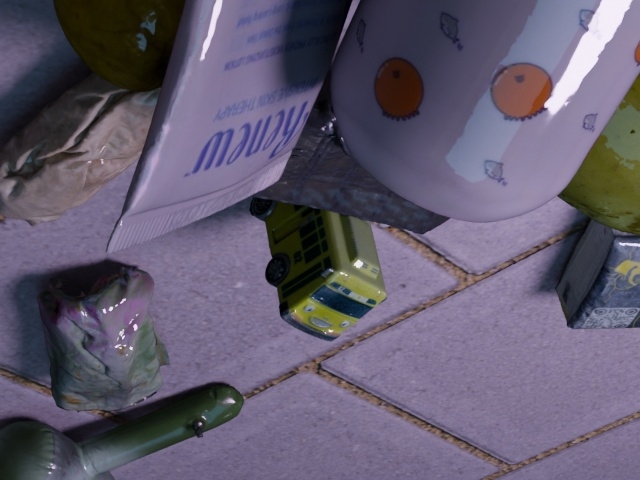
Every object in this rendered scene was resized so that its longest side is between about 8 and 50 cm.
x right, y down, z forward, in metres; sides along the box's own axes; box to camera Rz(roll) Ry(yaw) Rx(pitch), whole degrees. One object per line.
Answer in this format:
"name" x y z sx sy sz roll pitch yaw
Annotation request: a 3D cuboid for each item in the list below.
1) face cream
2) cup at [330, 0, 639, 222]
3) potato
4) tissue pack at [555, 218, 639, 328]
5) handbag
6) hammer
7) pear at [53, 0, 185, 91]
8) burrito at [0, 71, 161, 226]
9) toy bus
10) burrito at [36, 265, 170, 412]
"face cream" -0.032 -0.195 1.003 0.235 0.137 0.420 -30 146 -56
"cup" 0.143 -0.181 1.007 0.212 0.212 0.317 12 122 -28
"potato" 0.268 -0.121 1.225 0.304 0.216 0.216 28 132 -33
"tissue pack" 0.419 0.028 1.599 0.257 0.081 0.185 -1 146 -11
"handbag" 0.038 -0.079 1.261 0.270 0.089 0.175 13 167 -10
"hammer" -0.248 0.268 1.786 0.335 0.119 0.206 -23 146 9
"pear" -0.133 -0.195 1.074 0.148 0.162 0.149 -14 154 -7
"burrito" -0.157 -0.120 1.246 0.392 0.076 0.117 -32 143 30
"toy bus" 0.000 0.000 1.375 0.101 0.175 0.088 -33 140 27
"burrito" -0.246 0.116 1.570 0.143 0.089 0.229 -8 148 -6
